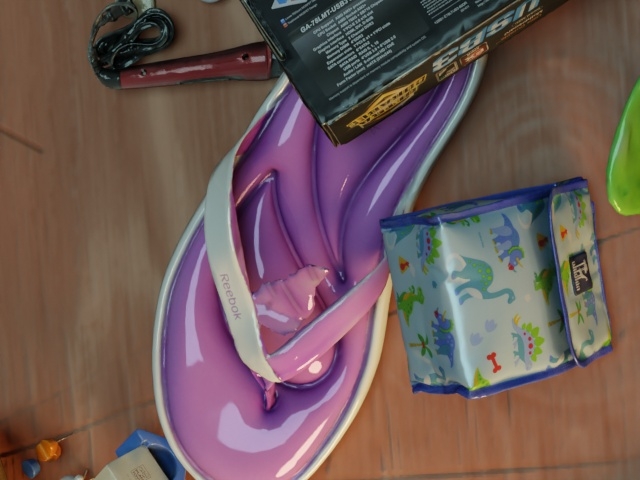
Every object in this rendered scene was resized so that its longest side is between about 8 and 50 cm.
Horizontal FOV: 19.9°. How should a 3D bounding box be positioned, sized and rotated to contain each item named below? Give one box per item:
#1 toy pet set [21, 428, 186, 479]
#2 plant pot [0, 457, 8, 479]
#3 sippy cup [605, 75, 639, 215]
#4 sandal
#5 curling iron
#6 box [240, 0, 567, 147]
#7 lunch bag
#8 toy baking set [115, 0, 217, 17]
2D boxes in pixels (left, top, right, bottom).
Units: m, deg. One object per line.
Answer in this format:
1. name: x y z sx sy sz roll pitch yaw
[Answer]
1. toy pet set: -0.151 0.185 1.378 0.122 0.065 0.114 55 139 11
2. plant pot: -0.294 0.301 1.343 0.237 0.237 0.254 -23 100 16
3. sippy cup: 0.333 -0.010 1.145 0.240 0.305 0.224 4 106 -12
4. sandal: -0.015 -0.005 1.279 0.169 0.102 0.416 21 100 3
5. curling iron: -0.045 -0.144 1.330 0.274 0.035 0.068 1 110 14
6. box: 0.052 -0.263 1.223 0.295 0.073 0.293 -34 74 3
7. lunch bag: 0.132 0.031 1.245 0.096 0.151 0.129 -2 99 59
8. toy baking set: -0.085 -0.290 1.342 0.256 0.030 0.197 -35 83 14
